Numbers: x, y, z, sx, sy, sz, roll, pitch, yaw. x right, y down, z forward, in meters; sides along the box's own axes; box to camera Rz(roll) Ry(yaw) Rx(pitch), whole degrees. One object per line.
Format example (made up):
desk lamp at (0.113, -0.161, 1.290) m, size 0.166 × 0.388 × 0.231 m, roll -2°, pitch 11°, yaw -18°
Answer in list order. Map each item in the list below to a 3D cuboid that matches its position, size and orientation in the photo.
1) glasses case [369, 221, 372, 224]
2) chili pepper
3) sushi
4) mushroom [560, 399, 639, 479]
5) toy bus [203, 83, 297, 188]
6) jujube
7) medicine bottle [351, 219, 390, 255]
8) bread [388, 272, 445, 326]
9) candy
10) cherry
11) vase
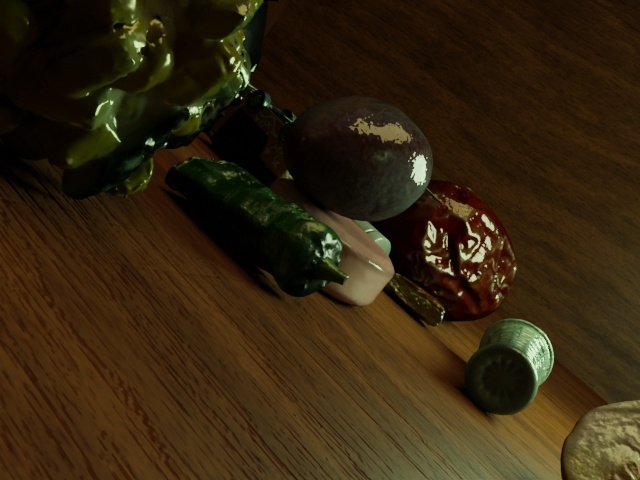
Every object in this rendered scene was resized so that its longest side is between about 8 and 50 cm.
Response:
glasses case at (0.074, -0.098, 1.685) m, size 0.313 × 0.070 × 0.131 m, roll 51°, pitch 27°, yaw -30°
chili pepper at (-0.068, -0.018, 0.919) m, size 0.270 × 0.099 × 0.136 m, roll 38°, pitch -2°, yaw 31°
sushi at (-0.196, -0.190, 0.653) m, size 0.328 × 0.328 × 0.285 m, roll 49°, pitch 13°, yaw -42°
mushroom at (0.399, 0.347, 0.951) m, size 0.162 × 0.173 × 0.236 m, roll 82°, pitch 16°, yaw -46°
toy bus at (-0.111, -0.199, 1.500) m, size 0.275 × 0.167 × 0.138 m, roll 49°, pitch 13°, yaw 32°
jujube at (0.287, 0.022, 1.638) m, size 0.377 × 0.276 × 0.276 m, roll 47°, pitch 1°, yaw -39°
medicine bottle at (0.063, -0.019, 1.539) m, size 0.086 × 0.086 × 0.183 m, roll 29°, pitch 13°, yaw -50°
bread at (0.187, 0.114, 1.466) m, size 0.136 × 0.054 × 0.154 m, roll 39°, pitch 3°, yaw -4°
candy at (0.000, 0.000, 1.132) m, size 0.255 × 0.094 × 0.255 m, roll 38°, pitch 9°, yaw -7°
cherry at (0.057, -0.126, 1.080) m, size 0.266 × 0.183 × 0.213 m, roll 11°, pitch 13°, yaw -46°
vase at (0.326, 0.217, 1.240) m, size 0.143 × 0.143 × 0.299 m, roll 41°, pitch 11°, yaw 15°
